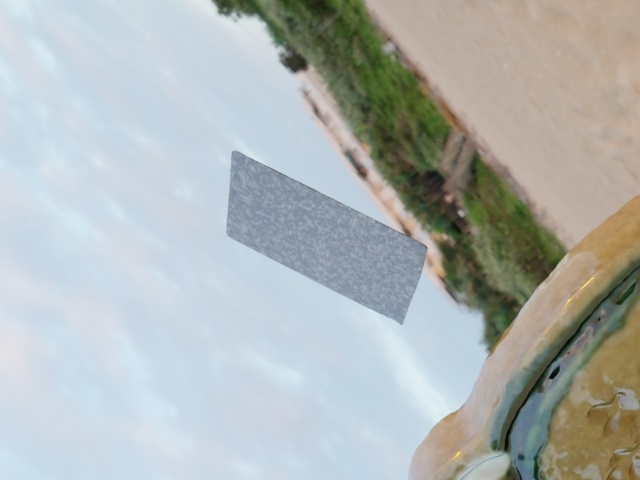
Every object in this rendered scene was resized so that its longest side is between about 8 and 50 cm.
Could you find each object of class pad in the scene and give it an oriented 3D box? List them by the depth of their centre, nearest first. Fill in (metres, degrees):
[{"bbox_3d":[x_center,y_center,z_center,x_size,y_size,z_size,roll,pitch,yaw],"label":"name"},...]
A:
[{"bbox_3d":[0.000,0.000,1.071,0.235,0.003,0.158,27,145,11],"label":"pad"}]

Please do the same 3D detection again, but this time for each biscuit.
[{"bbox_3d":[0.232,0.119,0.664,0.287,0.344,0.057,37,-173,-31],"label":"biscuit"}]
